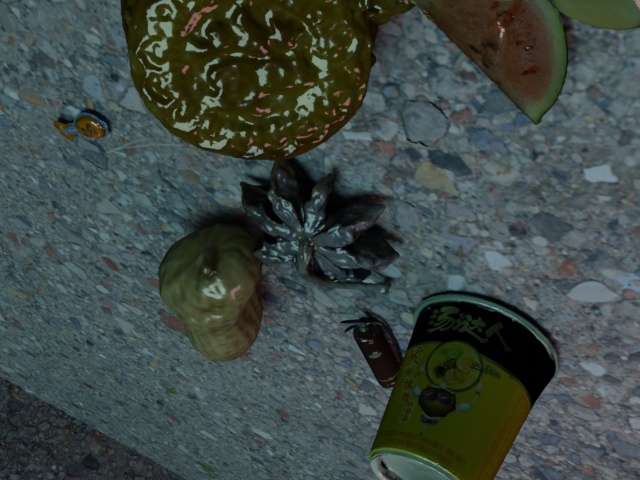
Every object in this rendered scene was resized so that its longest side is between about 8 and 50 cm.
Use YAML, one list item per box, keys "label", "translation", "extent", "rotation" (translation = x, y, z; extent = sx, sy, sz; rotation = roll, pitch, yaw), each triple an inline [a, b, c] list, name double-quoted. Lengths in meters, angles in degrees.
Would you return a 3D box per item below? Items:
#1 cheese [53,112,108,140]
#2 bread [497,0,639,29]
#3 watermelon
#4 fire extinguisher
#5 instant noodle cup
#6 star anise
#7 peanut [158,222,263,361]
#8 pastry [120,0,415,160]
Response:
- label: "cheese"
  translation: [-0.335, -0.159, 1.214]
  extent: [0.111, 0.017, 0.047]
  rotation: [-1, 134, 41]
- label: "bread"
  translation: [0.108, -0.284, 0.501]
  extent: [0.341, 0.210, 0.300]
  rotation: [18, 170, 29]
- label: "watermelon"
  translation: [0.147, -0.183, 0.746]
  extent: [0.163, 0.087, 0.069]
  rotation: [41, 177, -18]
- label: "fire extinguisher"
  translation: [0.085, 0.164, 1.309]
  extent: [0.064, 0.043, 0.158]
  rotation: [-16, 134, 12]
- label: "instant noodle cup"
  translation: [0.176, 0.220, 1.134]
  extent: [0.215, 0.236, 0.215]
  rotation: [23, 149, 15]
- label: "star anise"
  translation: [0.001, 0.000, 1.110]
  extent: [0.230, 0.081, 0.262]
  rotation: [-16, 125, 36]
- label: "peanut"
  translation: [-0.161, 0.075, 1.291]
  extent: [0.159, 0.143, 0.291]
  rotation: [30, 152, 13]
- label: "pastry"
  translation: [-0.065, -0.202, 0.794]
  extent: [0.240, 0.132, 0.235]
  rotation: [21, 122, -19]
